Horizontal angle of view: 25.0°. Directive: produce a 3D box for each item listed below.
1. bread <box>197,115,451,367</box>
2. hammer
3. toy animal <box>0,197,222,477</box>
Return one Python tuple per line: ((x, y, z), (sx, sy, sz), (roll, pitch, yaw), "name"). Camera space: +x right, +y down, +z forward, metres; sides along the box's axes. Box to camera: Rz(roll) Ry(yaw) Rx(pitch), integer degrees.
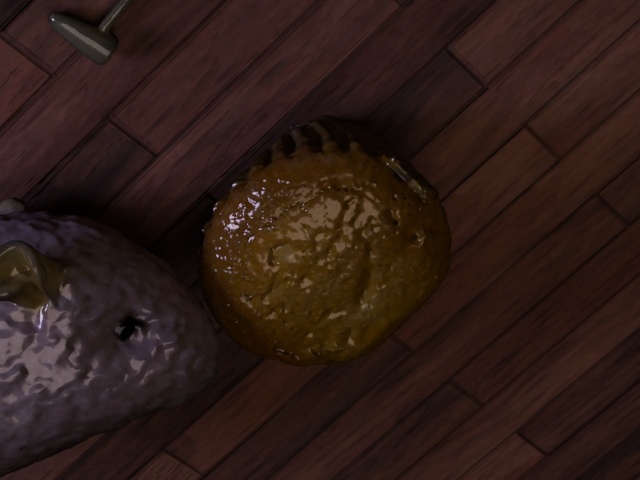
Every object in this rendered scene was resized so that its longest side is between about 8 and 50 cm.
((-0.001, 0.004, 1.315), (0.240, 0.139, 0.240), (-8, 125, -12), "bread")
((-0.143, -0.233, 1.184), (0.060, 0.028, 0.195), (37, 104, -27), "hammer")
((-0.282, 0.089, 1.258), (0.358, 0.188, 0.226), (-24, 117, 0), "toy animal")
